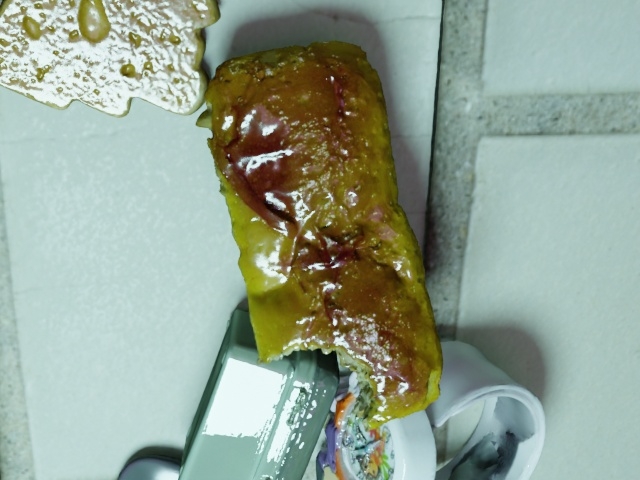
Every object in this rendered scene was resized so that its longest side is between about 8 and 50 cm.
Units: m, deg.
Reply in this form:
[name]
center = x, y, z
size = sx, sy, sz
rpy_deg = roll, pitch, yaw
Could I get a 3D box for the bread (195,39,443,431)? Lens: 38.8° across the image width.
[bread]
center = 0.000, 0.000, 0.891
size = 0.185, 0.109, 0.380
rpy_deg = -14, 90, -11

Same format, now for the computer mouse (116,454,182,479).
[computer mouse]
center = -0.135, 0.328, 1.095
size = 0.232, 0.057, 0.120
rpy_deg = 20, 106, -17

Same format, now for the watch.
[watch]
center = 0.125, 0.240, 1.064
size = 0.231, 0.196, 0.244
rpy_deg = -4, 114, -31

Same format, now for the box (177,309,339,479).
[box]
center = -0.069, 0.192, 1.007
size = 0.129, 0.148, 0.210
rpy_deg = 19, 105, -8

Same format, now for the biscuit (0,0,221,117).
[biscuit]
center = -0.215, -0.203, 0.878
size = 0.238, 0.041, 0.212
rpy_deg = -17, 119, -2
